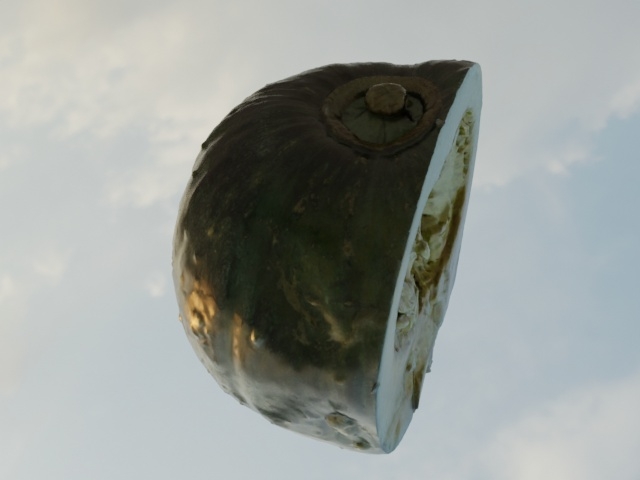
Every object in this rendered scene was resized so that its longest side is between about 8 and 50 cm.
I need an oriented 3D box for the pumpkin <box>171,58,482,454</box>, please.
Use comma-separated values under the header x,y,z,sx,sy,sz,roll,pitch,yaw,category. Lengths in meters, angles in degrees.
x,y,z,sx,sy,sz,roll,pitch,yaw,category
0.000,0.000,0.821,0.197,0.263,0.293,12,-132,18,pumpkin
